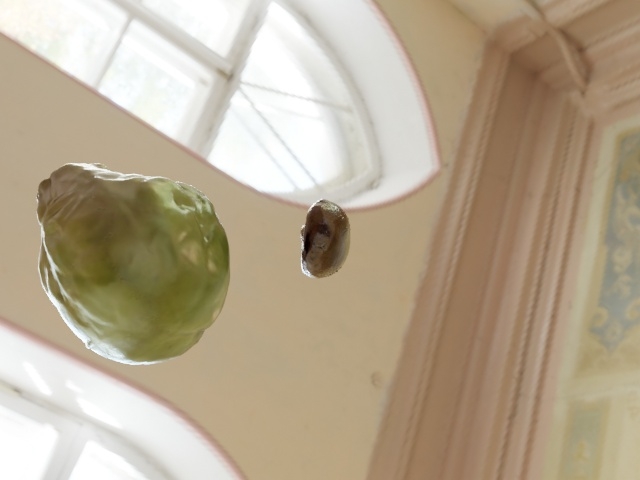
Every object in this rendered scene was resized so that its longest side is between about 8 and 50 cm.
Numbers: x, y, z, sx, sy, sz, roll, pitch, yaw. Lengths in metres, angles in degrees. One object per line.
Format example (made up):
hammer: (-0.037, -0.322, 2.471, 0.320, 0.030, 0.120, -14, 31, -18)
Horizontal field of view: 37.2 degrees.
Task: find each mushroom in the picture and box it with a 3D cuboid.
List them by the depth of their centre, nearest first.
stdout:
mushroom: (0.000, 0.000, 1.497, 0.087, 0.127, 0.127, 7, -120, 19)

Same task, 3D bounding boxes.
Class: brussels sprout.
brussels sprout: (-0.262, 0.025, 1.344, 0.242, 0.317, 0.273, -31, -169, -39)
